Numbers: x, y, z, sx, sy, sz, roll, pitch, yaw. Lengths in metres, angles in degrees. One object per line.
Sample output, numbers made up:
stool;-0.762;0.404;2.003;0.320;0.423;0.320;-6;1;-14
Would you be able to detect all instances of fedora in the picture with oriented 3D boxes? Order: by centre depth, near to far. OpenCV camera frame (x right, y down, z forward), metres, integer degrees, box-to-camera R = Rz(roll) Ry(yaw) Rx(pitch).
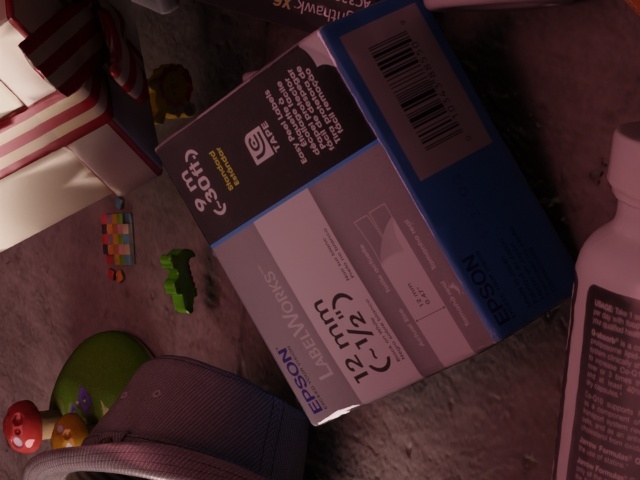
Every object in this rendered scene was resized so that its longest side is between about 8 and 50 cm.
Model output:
fedora;-0.109;0.177;1.665;0.275;0.243;0.124;-19;49;55

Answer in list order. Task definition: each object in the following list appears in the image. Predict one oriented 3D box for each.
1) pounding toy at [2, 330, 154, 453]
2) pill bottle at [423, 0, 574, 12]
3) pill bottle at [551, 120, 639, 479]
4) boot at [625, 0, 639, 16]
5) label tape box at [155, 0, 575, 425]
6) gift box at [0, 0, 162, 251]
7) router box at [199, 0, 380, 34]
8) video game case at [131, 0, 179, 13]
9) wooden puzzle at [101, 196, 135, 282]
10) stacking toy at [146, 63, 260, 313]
pounding toy;-0.222;0.205;1.873;0.183;0.110;0.237;-39;63;49
pill bottle;0.120;-0.249;1.357;0.108;0.108;0.180;3;96;53
pill bottle;0.229;0.075;1.205;0.162;0.162;0.278;22;112;50
boot;0.246;-0.209;1.188;0.220;0.109;0.283;-56;50;39
label tape box;0.000;0.000;1.488;0.347;0.115;0.249;-31;89;49
gift box;-0.288;-0.154;1.645;0.258;0.276;0.255;-26;53;13
router box;-0.058;-0.301;1.494;0.309;0.081;0.243;18;113;18
video game case;-0.202;-0.321;1.782;0.193;0.023;0.212;28;138;53
wooden puzzle;-0.194;-0.001;1.895;0.049;0.006;0.083;-1;94;54
stacking toy;-0.078;-0.045;1.699;0.167;0.052;0.221;2;100;50
